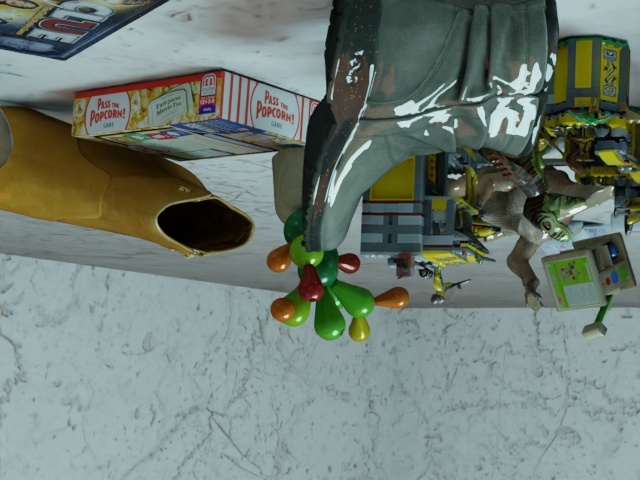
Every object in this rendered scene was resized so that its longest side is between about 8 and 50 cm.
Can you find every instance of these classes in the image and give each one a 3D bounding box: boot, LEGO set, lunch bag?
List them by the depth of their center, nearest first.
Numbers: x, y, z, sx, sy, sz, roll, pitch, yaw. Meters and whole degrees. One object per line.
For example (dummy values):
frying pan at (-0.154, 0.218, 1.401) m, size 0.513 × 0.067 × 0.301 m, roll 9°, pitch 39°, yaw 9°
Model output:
boot at (0.074, -0.072, 0.870) m, size 0.161 × 0.083 × 0.246 m, roll 6°, pitch 138°, yaw -7°
LEGO set at (0.162, -0.037, 1.041) m, size 0.255 × 0.192 × 0.331 m, roll 2°, pitch 173°, yaw 10°
boot at (-0.222, -0.054, 1.200) m, size 0.295 × 0.104 × 0.211 m, roll 7°, pitch -168°, yaw -42°
lunch bag at (0.377, -0.001, 1.839) m, size 0.083 × 0.053 × 0.071 m, roll -4°, pitch 180°, yaw -34°

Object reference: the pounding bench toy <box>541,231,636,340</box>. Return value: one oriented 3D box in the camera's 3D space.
pounding bench toy at (0.249, 0.042, 1.110) m, size 0.065 × 0.083 × 0.052 m, roll -21°, pitch -175°, yaw -43°

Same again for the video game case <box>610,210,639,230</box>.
video game case at (0.460, -0.040, 1.372) m, size 0.212 × 0.023 × 0.193 m, roll -1°, pitch -170°, yaw 36°

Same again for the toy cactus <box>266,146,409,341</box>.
toy cactus at (0.000, 0.000, 1.123) m, size 0.112 × 0.180 × 0.219 m, roll -18°, pitch 165°, yaw 14°

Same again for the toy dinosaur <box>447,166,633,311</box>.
toy dinosaur at (0.224, -0.048, 1.308) m, size 0.200 × 0.127 × 0.296 m, roll -33°, pitch -150°, yaw -26°

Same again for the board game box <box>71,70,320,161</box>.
board game box at (-0.115, -0.112, 1.157) m, size 0.193 × 0.045 × 0.147 m, roll -2°, pitch 172°, yaw 38°

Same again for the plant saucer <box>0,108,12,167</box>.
plant saucer at (-0.358, -0.101, 1.086) m, size 0.168 × 0.029 × 0.168 m, roll 9°, pitch 142°, yaw 7°

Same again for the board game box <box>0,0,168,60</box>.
board game box at (-0.191, -0.167, 0.753) m, size 0.165 × 0.042 × 0.243 m, roll 7°, pitch 172°, yaw -30°
